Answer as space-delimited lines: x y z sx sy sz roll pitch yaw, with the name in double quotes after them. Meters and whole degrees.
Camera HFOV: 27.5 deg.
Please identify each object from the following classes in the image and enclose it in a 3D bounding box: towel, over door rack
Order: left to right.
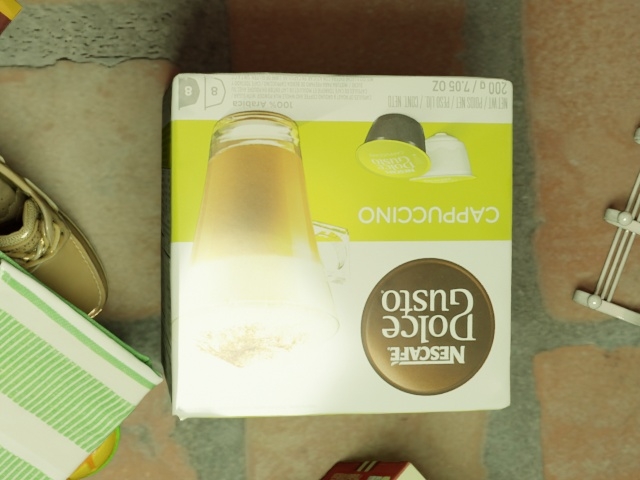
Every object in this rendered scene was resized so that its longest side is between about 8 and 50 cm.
-0.355 0.194 1.375 0.325 0.038 0.248 -46 121 5 "towel"
0.502 0.024 1.612 0.324 0.108 0.240 21 90 -10 "over door rack"

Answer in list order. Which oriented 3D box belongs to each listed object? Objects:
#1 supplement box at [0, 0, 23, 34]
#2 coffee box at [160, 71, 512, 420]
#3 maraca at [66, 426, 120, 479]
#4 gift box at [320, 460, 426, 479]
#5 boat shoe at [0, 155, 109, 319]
-0.461 -0.236 1.412 0.191 0.129 0.194 38 86 -19 "supplement box"
0.000 0.000 1.408 0.337 0.338 0.335 0 93 -9 "coffee box"
-0.319 0.214 1.481 0.185 0.099 0.127 14 107 -17 "maraca"
0.071 0.419 1.451 0.255 0.276 0.258 -44 99 -17 "gift box"
-0.339 -0.007 1.407 0.122 0.110 0.341 -48 129 -8 "boat shoe"
